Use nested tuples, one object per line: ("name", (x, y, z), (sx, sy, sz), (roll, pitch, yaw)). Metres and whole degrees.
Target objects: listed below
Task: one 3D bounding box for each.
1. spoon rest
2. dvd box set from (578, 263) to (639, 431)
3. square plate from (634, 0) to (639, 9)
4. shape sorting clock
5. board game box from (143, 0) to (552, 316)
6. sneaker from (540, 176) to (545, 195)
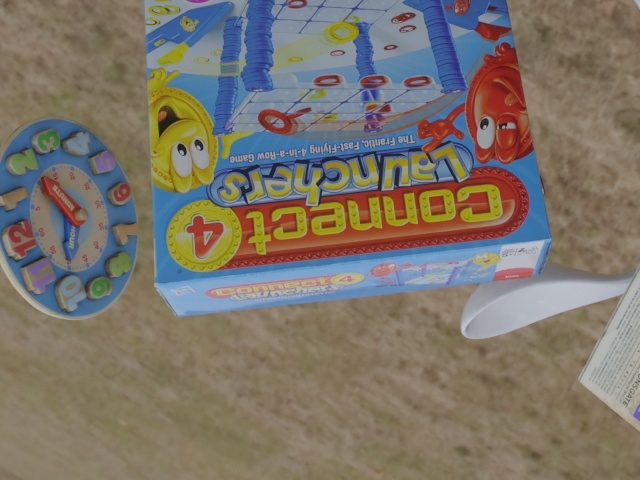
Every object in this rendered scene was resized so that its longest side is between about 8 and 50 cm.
("spoon rest", (0.281, 0.041, 1.148), (0.084, 0.276, 0.137), (62, -174, 26))
("dvd box set", (0.462, 0.128, 0.915), (0.062, 0.308, 0.420), (-4, -146, -42))
("square plate", (0.281, -0.272, 0.533), (0.049, 0.347, 0.344), (10, 139, -40))
("shape sorting clock", (-0.250, -0.023, 1.030), (0.040, 0.206, 0.206), (-7, 139, 34))
("board game box", (0.013, -0.106, 0.860), (0.308, 0.302, 0.086), (-7, 159, 2))
("sneaker", (0.278, -0.083, 1.692), (0.077, 0.072, 0.178), (-8, 175, -35))
